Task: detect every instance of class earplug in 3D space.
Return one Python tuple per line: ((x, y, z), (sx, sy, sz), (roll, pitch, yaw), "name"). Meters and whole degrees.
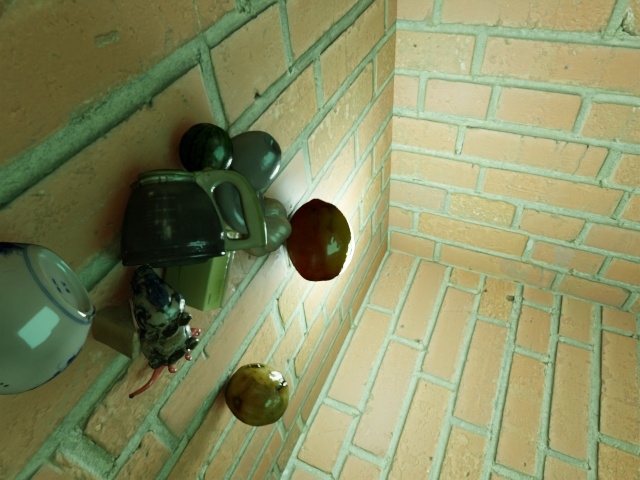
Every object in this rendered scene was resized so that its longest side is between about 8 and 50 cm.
((-0.224, -0.182, 1.367), (0.214, 0.175, 0.325), (-14, 118, -65), "earplug")

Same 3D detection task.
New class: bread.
((-0.465, 0.215, 1.060), (0.105, 0.152, 0.077), (-25, 128, -58), "bread")

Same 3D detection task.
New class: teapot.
((-0.319, -0.059, 1.042), (0.239, 0.322, 0.239), (-4, 88, -75), "teapot")
((-0.541, 0.143, 0.713), (0.280, 0.252, 0.424), (-34, 174, -10), "teapot")

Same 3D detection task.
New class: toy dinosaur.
((-0.461, 0.324, 1.289), (0.286, 0.070, 0.138), (-38, 129, -54), "toy dinosaur")

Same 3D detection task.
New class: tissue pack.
((-0.345, 0.066, 1.246), (0.125, 0.159, 0.234), (-3, 107, -69), "tissue pack")

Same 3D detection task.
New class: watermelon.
((-0.308, -0.219, 1.172), (0.141, 0.141, 0.187), (-24, 130, -65), "watermelon")

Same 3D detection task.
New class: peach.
((-0.002, 0.000, 1.914), (0.373, 0.290, 0.372), (11, 90, -69), "peach")

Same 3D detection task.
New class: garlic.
((-0.189, -0.040, 1.618), (0.229, 0.143, 0.178), (-64, 161, -3), "garlic")

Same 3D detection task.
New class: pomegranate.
((-0.254, 0.622, 1.755), (0.260, 0.261, 0.260), (15, 90, -70), "pomegranate")

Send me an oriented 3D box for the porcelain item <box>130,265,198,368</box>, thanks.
((-0.429, 0.208, 1.148), (0.138, 0.186, 0.288), (-28, 149, -29), "porcelain item")
